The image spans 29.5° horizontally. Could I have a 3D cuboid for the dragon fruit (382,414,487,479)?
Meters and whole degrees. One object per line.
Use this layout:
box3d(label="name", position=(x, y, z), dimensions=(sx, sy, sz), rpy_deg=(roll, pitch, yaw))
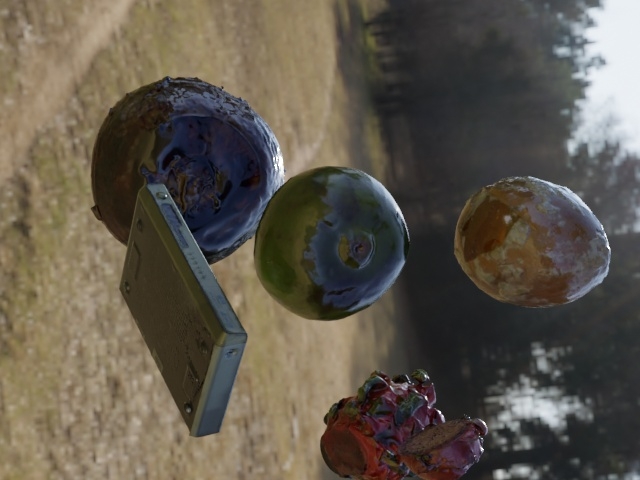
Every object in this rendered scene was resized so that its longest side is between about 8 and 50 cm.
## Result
box3d(label="dragon fruit", position=(0.159, 0.278, 1.560), dimensions=(0.112, 0.126, 0.068), rpy_deg=(-7, -73, 62))

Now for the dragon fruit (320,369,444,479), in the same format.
box3d(label="dragon fruit", position=(0.094, 0.268, 1.762), dimensions=(0.172, 0.166, 0.160), rpy_deg=(-20, 127, -41))

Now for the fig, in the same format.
box3d(label="fig", position=(0.000, 0.000, 1.566), dimensions=(0.225, 0.203, 0.203), rpy_deg=(-158, -123, -67))

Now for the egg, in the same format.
box3d(label="egg", position=(0.308, 0.005, 1.772), dimensions=(0.195, 0.233, 0.195), rpy_deg=(-35, 139, -38))

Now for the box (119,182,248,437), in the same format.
box3d(label="box", position=(-0.178, 0.087, 1.503), dimensions=(0.270, 0.045, 0.211), rpy_deg=(58, -36, 35))

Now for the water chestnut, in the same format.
box3d(label="water chestnut", position=(-0.248, -0.117, 2.140), dimensions=(0.302, 0.350, 0.350), rpy_deg=(174, -91, -71))
